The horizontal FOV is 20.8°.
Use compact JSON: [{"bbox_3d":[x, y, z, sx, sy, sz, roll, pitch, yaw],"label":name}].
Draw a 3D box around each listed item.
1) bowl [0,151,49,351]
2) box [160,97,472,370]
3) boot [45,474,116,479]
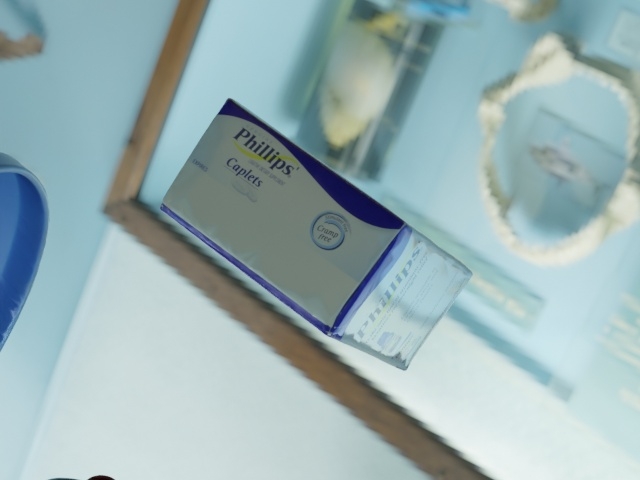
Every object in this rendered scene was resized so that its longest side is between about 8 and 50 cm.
[{"bbox_3d":[-0.327,0.094,1.127,0.077,0.391,0.391,35,-159,9],"label":"bowl"},{"bbox_3d":[0.000,0.000,0.947,0.126,0.072,0.137,36,-179,24],"label":"box"},{"bbox_3d":[-0.205,0.274,1.455,0.088,0.176,0.244,51,-174,27],"label":"boot"}]
